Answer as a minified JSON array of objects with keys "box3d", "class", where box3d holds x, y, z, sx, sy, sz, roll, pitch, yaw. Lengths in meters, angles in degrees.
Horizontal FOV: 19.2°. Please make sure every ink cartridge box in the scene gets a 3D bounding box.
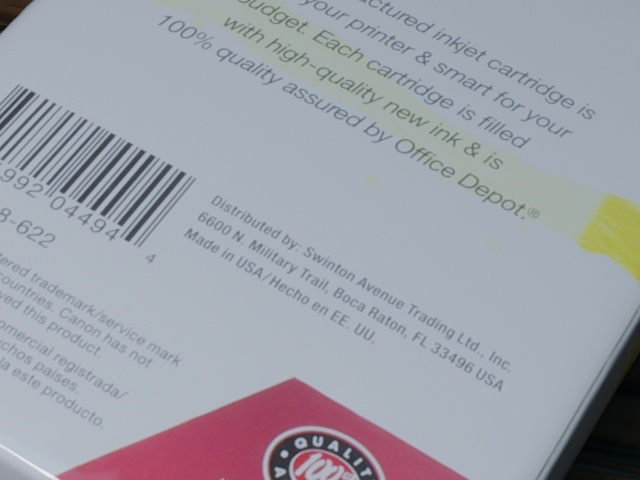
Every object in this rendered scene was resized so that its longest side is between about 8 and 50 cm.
[{"box3d":[0.000,0.000,0.801,0.279,0.160,0.384,29,56,13],"class":"ink cartridge box"}]
